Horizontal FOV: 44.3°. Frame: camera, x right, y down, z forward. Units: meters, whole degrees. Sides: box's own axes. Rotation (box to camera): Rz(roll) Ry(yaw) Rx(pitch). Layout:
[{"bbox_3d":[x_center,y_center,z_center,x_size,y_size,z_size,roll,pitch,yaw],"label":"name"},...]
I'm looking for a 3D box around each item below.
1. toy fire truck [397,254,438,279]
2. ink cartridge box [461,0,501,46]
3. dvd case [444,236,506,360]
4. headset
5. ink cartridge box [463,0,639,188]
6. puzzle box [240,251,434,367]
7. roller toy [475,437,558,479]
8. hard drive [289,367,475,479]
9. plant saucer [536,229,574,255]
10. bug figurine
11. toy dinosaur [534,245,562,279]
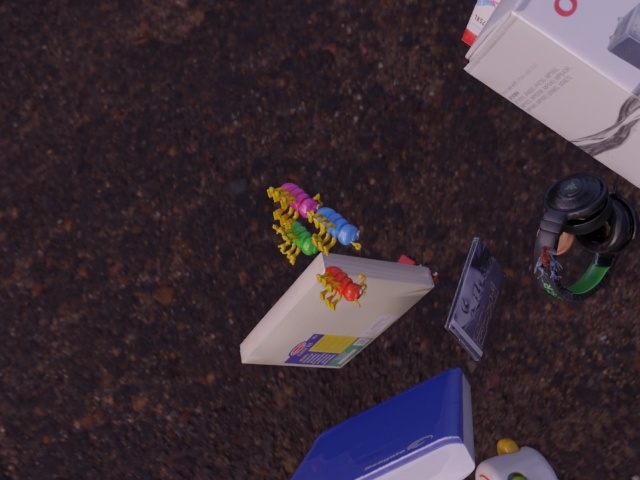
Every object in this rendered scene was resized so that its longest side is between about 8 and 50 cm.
[{"bbox_3d":[0.209,0.107,1.967,0.047,0.192,0.135,36,97,37],"label":"toy fire truck"},{"bbox_3d":[0.332,-0.373,1.339,0.078,0.231,0.134,-13,46,-36],"label":"ink cartridge box"},{"bbox_3d":[0.342,0.128,1.713,0.018,0.164,0.221,3,60,39],"label":"dvd case"},{"bbox_3d":[0.563,-0.066,1.694,0.185,0.243,0.394,22,87,50],"label":"headset"},{"bbox_3d":[0.225,-0.123,0.490,0.218,0.092,0.158,33,78,0],"label":"ink cartridge box"},{"bbox_3d":[0.024,0.168,1.733,0.272,0.409,0.052,8,53,-30],"label":"puzzle box"},{"bbox_3d":[0.443,0.557,1.726,0.146,0.191,0.209,-17,20,-12],"label":"roller toy"},{"bbox_3d":[0.064,0.226,0.850,0.210,0.319,0.040,-29,87,10],"label":"hard drive"},{"bbox_3d":[0.508,-0.009,1.707,0.084,0.013,0.083,-11,71,36],"label":"plant saucer"},{"bbox_3d":[0.000,0.000,1.391,0.072,0.279,0.216,-39,63,-19],"label":"bug figurine"},{"bbox_3d":[0.404,0.033,1.387,0.047,0.090,0.082,-1,52,10],"label":"toy dinosaur"}]
